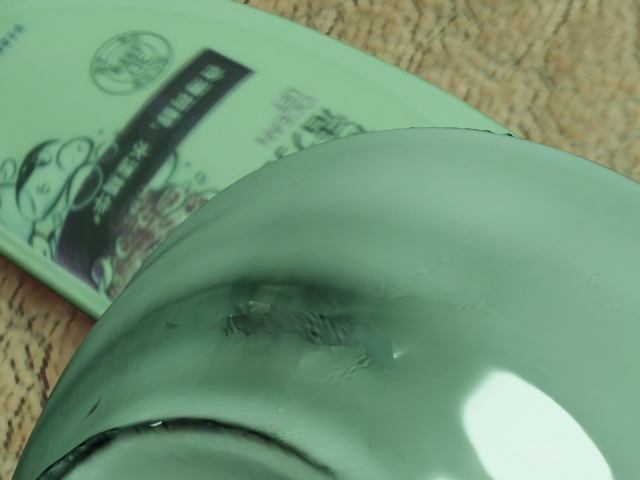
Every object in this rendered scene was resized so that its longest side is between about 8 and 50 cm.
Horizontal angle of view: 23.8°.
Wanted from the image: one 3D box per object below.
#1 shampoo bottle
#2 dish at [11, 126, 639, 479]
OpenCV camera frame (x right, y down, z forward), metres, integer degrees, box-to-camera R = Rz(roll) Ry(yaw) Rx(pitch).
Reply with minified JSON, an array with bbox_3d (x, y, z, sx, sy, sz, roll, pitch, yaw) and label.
[{"bbox_3d":[0.000,0.000,0.527,0.359,0.078,0.134,29,80,33],"label":"shampoo bottle"},{"bbox_3d":[-0.002,0.125,0.383,0.316,0.106,0.316,-2,87,36],"label":"dish"}]
